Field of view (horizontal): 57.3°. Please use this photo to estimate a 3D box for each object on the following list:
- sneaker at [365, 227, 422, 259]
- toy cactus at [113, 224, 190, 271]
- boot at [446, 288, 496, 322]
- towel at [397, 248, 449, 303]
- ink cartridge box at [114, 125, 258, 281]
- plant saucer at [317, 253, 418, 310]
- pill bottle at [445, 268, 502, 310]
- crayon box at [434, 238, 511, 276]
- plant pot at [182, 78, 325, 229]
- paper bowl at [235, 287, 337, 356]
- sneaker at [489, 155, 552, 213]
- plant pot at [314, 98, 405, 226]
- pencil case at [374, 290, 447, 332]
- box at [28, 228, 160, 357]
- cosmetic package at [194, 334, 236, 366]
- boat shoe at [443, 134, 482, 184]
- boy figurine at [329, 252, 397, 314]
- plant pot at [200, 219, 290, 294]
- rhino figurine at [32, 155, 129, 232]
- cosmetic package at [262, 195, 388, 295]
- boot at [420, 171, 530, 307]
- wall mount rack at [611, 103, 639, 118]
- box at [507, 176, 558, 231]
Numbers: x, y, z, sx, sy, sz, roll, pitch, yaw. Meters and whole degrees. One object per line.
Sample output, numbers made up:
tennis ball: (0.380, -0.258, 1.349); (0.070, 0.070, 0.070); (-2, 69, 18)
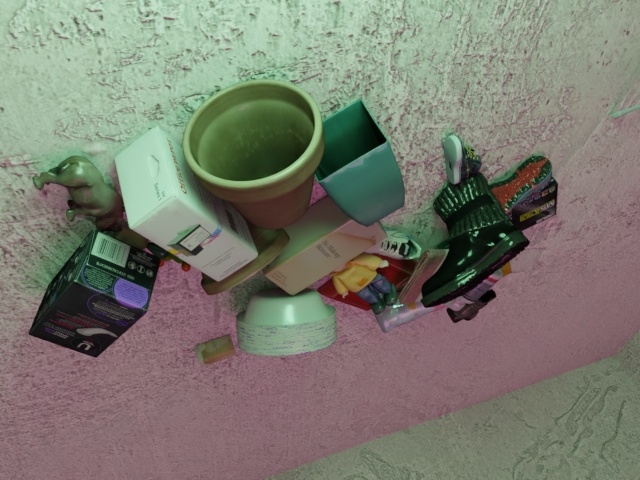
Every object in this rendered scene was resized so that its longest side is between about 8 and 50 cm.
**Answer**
sneaker: (0.202, 0.011, 1.672); (0.237, 0.086, 0.085); (8, 97, -45)
toy cactus: (-0.389, 0.025, 1.344); (0.219, 0.112, 0.180); (-34, 135, 30)
boot: (0.576, 0.229, 2.133); (0.161, 0.083, 0.246); (-35, 166, 31)
towel: (0.419, 0.098, 1.840); (0.329, 0.037, 0.237); (-4, 139, -28)
ink cartridge box: (-0.270, -0.067, 1.192); (0.117, 0.201, 0.278); (-33, 144, 10)
plant saucer: (0.161, 0.131, 1.853); (0.258, 0.047, 0.259); (-40, 143, 21)
pill bottle: (0.452, 0.128, 1.775); (0.108, 0.108, 0.180); (11, 129, -41)
crayon box: (0.516, 0.066, 1.954); (0.202, 0.081, 0.318); (-29, 145, 7)
plant pot: (-0.111, -0.143, 1.146); (0.263, 0.263, 0.229); (-22, 148, -5)
paper bowl: (-0.096, 0.218, 1.649); (0.284, 0.284, 0.148); (-6, 98, -26)
sneaker: (0.570, -0.128, 1.716); (0.262, 0.104, 0.125); (-35, 146, 14)
plant pot: (0.088, -0.152, 1.311); (0.165, 0.165, 0.234); (-30, 139, 7)
pencil case: (0.314, 0.220, 2.004); (0.273, 0.113, 0.124); (-23, 154, -3)
box: (-0.494, 0.123, 1.284); (0.165, 0.143, 0.270); (30, 132, -28)
cosmetic package: (-0.327, 0.342, 1.818); (0.115, 0.060, 0.041); (-19, 145, -11)
boat shoe: (0.369, -0.222, 1.510); (0.083, 0.065, 0.183); (-26, 151, -2)
boy figurine: (0.112, 0.100, 1.694); (0.177, 0.092, 0.285); (-34, 130, 19)
plant pot: (-0.200, 0.017, 1.382); (0.237, 0.237, 0.109); (-32, 105, 9)
rhino figurine: (-0.458, -0.080, 1.175); (0.106, 0.073, 0.243); (-22, 147, 0)
cosmetic package: (0.000, 0.000, 1.526); (0.309, 0.113, 0.160); (-32, 144, 12)
boot: (0.371, 0.001, 1.627); (0.348, 0.260, 0.131); (-39, 154, 15)
wall mount rack: (0.945, -0.434, 1.535); (0.350, 0.130, 0.304); (-14, 140, -15)
box: (0.654, -0.101, 1.853); (0.191, 0.045, 0.184); (-26, 143, 2)
